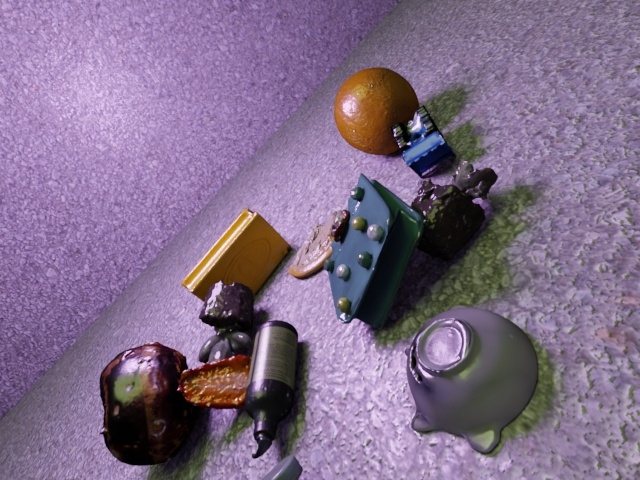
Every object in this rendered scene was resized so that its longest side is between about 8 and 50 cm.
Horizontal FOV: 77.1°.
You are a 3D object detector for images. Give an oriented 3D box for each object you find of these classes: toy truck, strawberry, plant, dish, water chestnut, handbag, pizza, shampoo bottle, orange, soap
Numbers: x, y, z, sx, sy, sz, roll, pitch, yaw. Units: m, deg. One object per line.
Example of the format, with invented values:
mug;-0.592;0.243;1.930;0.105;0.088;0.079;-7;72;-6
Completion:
toy truck;0.275;-0.256;1.078;0.113;0.126;0.208;-32;34;23
strawberry;-0.229;0.330;0.941;0.082;0.188;0.121;92;179;-72
plant;-0.253;0.252;1.098;0.149;0.146;0.274;-7;51;7
dish;0.197;0.185;0.614;0.228;0.086;0.236;-42;27;7
water chestnut;-0.401;0.395;1.017;0.300;0.300;0.300;-34;29;22
handbag;0.086;0.019;0.859;0.274;0.100;0.268;-113;37;-59
pizza;0.000;0.000;1.208;0.181;0.034;0.262;-21;35;41
plant;0.264;-0.067;0.822;0.203;0.131;0.142;-53;24;-16
shampoo bottle;-0.105;0.305;0.857;0.101;0.101;0.283;-33;29;23
orange;0.177;-0.403;1.268;0.274;0.274;0.274;-34;29;22
soap;-0.256;0.076;1.283;0.096;0.204;0.324;20;69;51

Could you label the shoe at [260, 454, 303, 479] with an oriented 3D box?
shoe;-0.102;0.462;0.659;0.100;0.103;0.251;45;108;21
